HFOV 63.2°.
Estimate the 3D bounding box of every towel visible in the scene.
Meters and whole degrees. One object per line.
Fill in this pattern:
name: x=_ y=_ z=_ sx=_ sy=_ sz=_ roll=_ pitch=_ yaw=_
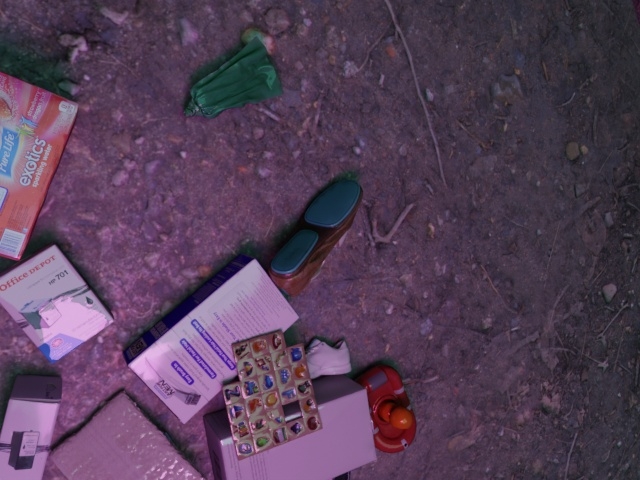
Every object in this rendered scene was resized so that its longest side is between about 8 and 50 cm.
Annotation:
towel: x=-0.388 y=0.473 z=1.073 sx=0.282 sy=0.049 sz=0.187 roll=46 pitch=68 yaw=4

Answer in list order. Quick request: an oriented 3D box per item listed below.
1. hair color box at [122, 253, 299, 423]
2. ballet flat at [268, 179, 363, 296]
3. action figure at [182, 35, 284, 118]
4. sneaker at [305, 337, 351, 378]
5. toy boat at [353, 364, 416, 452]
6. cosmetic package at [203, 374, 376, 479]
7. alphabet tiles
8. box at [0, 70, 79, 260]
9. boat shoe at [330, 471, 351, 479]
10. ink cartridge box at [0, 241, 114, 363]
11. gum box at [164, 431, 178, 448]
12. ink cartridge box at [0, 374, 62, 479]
hair color box: x=-0.236 y=0.207 z=1.148 sx=0.339 sy=0.110 sz=0.185 roll=-41 pitch=112 yaw=-19
ballet flat: x=0.000 y=0.000 z=1.235 sx=0.342 sy=0.116 sz=0.124 roll=-56 pitch=148 yaw=-34
action figure: x=-0.204 y=-0.333 z=1.141 sx=0.232 sy=0.063 sz=0.137 roll=-37 pitch=111 yaw=-23
sneaker: x=-0.022 y=0.291 z=1.289 sx=0.212 sy=0.080 sz=0.094 roll=0 pitch=83 yaw=-33
toy boat: x=0.183 y=0.449 z=1.352 sx=0.151 sy=0.151 sz=0.230 roll=-27 pitch=106 yaw=-22
cosmetic package: x=-0.067 y=0.468 z=1.227 sx=0.366 sy=0.155 sz=0.196 roll=-10 pitch=98 yaw=-26
alphabet tiles: x=-0.111 y=0.325 z=1.128 sx=0.198 sy=0.009 sz=0.237 roll=-12 pitch=86 yaw=-24
box: x=-0.564 y=-0.131 z=0.934 sx=0.154 sy=0.142 sz=0.299 roll=20 pitch=85 yaw=-27
boat shoe: x=0.034 y=0.690 z=1.318 sx=0.108 sy=0.102 sz=0.301 roll=18 pitch=86 yaw=-37
ink cartridge box: x=-0.520 y=0.118 z=1.013 sx=0.140 sy=0.082 sz=0.190 roll=-37 pitch=111 yaw=-19
gum box: x=-0.347 y=0.536 z=1.110 sx=0.157 sy=0.041 sz=0.184 roll=-32 pitch=79 yaw=-21
ink cartridge box: x=-0.556 y=0.374 z=0.977 sx=0.087 sy=0.153 sz=0.208 roll=15 pitch=87 yaw=-26
